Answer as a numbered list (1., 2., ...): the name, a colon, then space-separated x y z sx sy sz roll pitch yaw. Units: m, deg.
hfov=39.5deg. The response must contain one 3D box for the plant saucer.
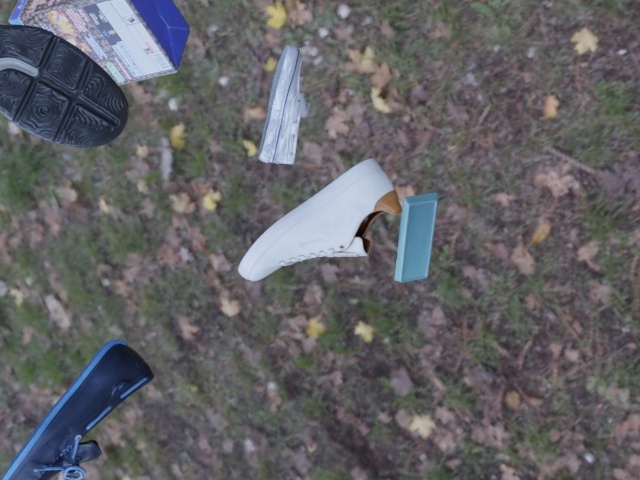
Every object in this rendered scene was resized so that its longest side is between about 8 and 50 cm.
1. plant saucer: 0.175 -0.001 1.614 0.018 0.067 0.192 -116 22 -50

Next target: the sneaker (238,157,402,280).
1. sneaker: 0.000 0.000 1.419 0.290 0.106 0.123 -36 82 16

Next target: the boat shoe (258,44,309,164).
1. boat shoe: -0.057 -0.250 1.664 0.083 0.076 0.226 -104 27 -62

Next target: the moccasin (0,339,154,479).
1. moccasin: -0.408 0.326 1.485 0.117 0.342 0.138 39 170 -10

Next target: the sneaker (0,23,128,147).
1. sneaker: -0.552 -0.315 1.550 0.169 0.448 0.257 -63 24 6

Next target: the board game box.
1. board game box: -0.473 -0.468 1.942 0.291 0.141 0.232 -7 141 22
